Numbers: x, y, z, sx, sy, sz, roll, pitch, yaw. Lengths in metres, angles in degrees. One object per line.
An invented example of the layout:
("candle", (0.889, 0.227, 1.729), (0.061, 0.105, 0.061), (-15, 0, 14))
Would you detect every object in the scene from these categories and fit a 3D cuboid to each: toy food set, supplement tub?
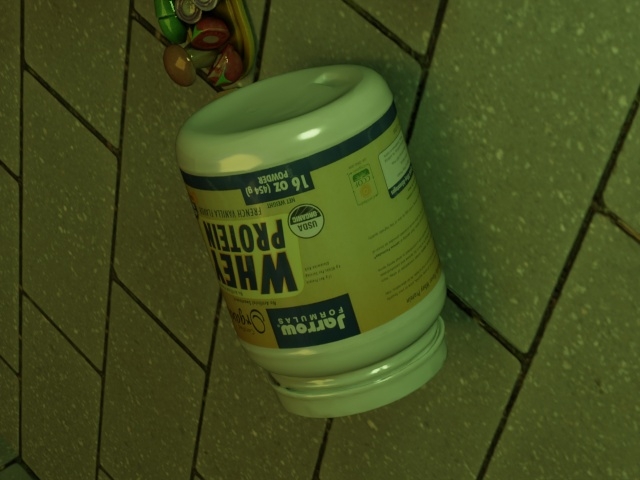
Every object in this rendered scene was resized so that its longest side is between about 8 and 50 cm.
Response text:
("toy food set", (-0.141, -0.233, 1.724), (0.128, 0.071, 0.218), (6, 121, 52))
("supplement tub", (0.000, 0.000, 1.579), (0.228, 0.228, 0.316), (8, 123, 51))
